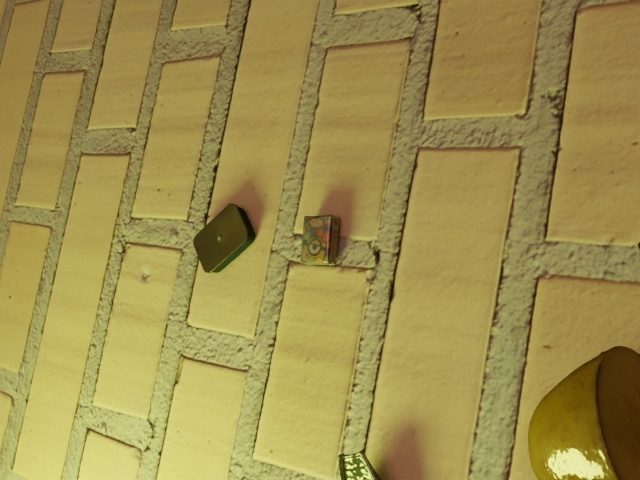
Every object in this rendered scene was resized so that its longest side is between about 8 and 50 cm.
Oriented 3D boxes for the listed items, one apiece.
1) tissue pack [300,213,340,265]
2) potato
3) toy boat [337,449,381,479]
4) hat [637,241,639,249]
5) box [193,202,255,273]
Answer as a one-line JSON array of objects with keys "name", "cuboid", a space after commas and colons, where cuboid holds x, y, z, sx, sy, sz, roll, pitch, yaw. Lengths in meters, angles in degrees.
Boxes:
[{"name": "tissue pack", "cuboid": [0.000, 0.000, 1.259, 0.063, 0.035, 0.083, -1, 77, 36]}, {"name": "potato", "cuboid": [0.327, 0.244, 0.894, 0.158, 0.178, 0.204, -26, 89, 46]}, {"name": "toy boat", "cuboid": [0.082, 0.456, 1.079, 0.093, 0.055, 0.293, -21, 68, 32]}, {"name": "hat", "cuboid": [0.438, 0.018, 0.919, 0.077, 0.059, 0.076, 35, 105, 32]}, {"name": "box", "cuboid": [-0.181, -0.002, 1.394, 0.126, 0.031, 0.091, -42, 58, 22]}]
